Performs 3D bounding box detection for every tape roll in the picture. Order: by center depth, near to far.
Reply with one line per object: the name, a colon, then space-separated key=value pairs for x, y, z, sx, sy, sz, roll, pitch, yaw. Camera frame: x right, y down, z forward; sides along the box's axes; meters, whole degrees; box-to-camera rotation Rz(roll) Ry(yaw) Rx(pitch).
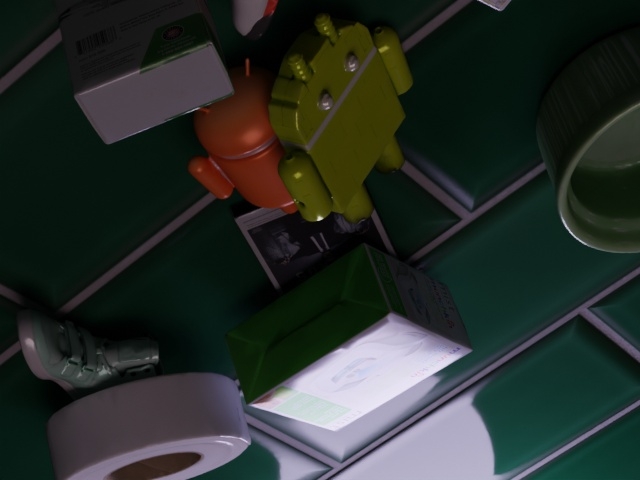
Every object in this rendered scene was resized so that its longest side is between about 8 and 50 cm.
tape roll: x=-0.250 y=0.285 z=2.006 sx=0.286 sy=0.100 sz=0.286 roll=-14 pitch=159 yaw=-5

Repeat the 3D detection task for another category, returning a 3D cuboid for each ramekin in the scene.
ramekin: x=0.433 y=-0.139 z=1.825 sx=0.303 sy=0.148 sz=0.303 roll=-10 pitch=138 yaw=-9

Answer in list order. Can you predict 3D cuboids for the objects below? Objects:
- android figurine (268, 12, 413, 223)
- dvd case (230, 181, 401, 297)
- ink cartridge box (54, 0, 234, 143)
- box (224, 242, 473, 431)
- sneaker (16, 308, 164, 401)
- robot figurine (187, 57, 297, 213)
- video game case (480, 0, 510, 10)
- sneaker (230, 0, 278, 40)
android figurine: x=0.026 y=-0.149 z=1.646 sx=0.248 sy=0.056 sz=0.273 roll=-56 pitch=143 yaw=-26
dvd case: x=0.000 y=0.000 z=1.912 sx=0.179 sy=0.030 sz=0.239 roll=-22 pitch=138 yaw=5
ink cartridge box: x=-0.192 y=-0.224 z=1.465 sx=0.153 sy=0.208 sz=0.087 roll=-21 pitch=142 yaw=4
box: x=0.041 y=0.144 z=1.979 sx=0.262 sy=0.127 sz=0.231 roll=-34 pitch=146 yaw=22
sneaker: x=-0.309 y=0.144 z=1.905 sx=0.151 sy=0.094 sz=0.256 roll=-19 pitch=149 yaw=10
robot figurine: x=-0.071 y=-0.126 z=1.677 sx=0.158 sy=0.128 sz=0.219 roll=-8 pitch=145 yaw=24
video game case: x=0.202 y=-0.383 z=1.570 sx=0.206 sy=0.026 sz=0.227 roll=19 pitch=127 yaw=-34
sneaker: x=-0.106 y=-0.337 z=1.465 sx=0.145 sy=0.090 sz=0.270 roll=1 pitch=134 yaw=-17
